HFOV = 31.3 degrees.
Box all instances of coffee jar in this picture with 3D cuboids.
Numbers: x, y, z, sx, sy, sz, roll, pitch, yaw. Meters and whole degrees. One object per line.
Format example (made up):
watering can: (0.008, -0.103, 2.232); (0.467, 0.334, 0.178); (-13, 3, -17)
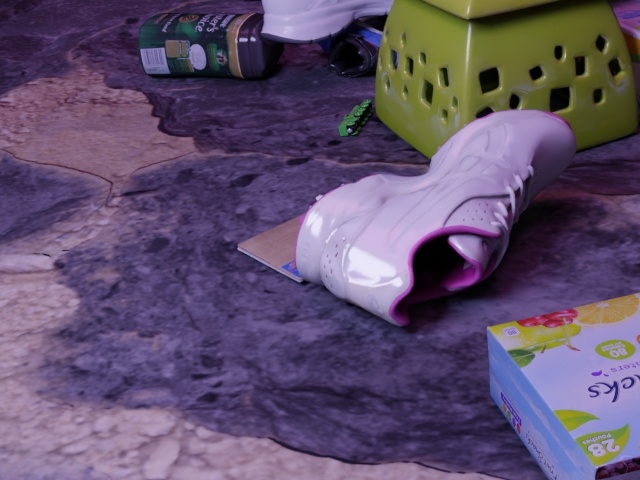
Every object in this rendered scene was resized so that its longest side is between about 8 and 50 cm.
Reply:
coffee jar: (-0.145, -0.262, 1.532); (0.184, 0.079, 0.096); (4, 30, 18)

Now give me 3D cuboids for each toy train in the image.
toy train: (0.041, -0.144, 1.340); (0.023, 0.017, 0.083); (-6, 26, 24)

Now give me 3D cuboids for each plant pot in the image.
plant pot: (0.196, -0.219, 1.248); (0.227, 0.207, 0.228); (-16, 30, -18)

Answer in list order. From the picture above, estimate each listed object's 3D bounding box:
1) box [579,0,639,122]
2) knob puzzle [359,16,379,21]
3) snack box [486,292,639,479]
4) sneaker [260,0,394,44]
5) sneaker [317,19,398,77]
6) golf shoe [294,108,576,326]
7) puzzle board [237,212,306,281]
box: (0.369, -0.219, 1.319); (0.114, 0.103, 0.203); (-14, 29, -16)
knob puzzle: (0.046, -0.377, 1.761); (0.213, 0.030, 0.213); (-5, 28, 2)
snack box: (0.241, 0.104, 0.776); (0.207, 0.070, 0.174); (-12, 28, -9)
sneaker: (0.043, -0.348, 1.480); (0.297, 0.129, 0.111); (-29, 30, -36)
sneaker: (0.029, -0.257, 1.507); (0.084, 0.058, 0.152); (-20, 36, -41)
golf shoe: (0.129, -0.017, 1.008); (0.306, 0.115, 0.140); (-28, 45, -24)
puzzle board: (0.000, 0.000, 1.085); (0.128, 0.011, 0.096); (-26, 35, -31)
